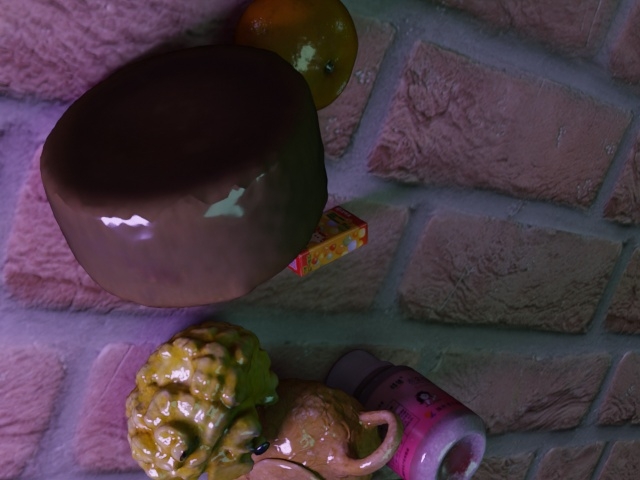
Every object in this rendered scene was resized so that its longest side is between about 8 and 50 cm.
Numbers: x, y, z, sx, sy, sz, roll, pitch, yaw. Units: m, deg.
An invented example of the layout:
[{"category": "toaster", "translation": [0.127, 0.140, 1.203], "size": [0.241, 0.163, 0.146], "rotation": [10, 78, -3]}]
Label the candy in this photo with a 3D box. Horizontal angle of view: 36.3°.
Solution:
[{"category": "candy", "translation": [0.000, 0.000, 1.329], "size": [0.122, 0.062, 0.038], "rotation": [-26, 130, -31]}]

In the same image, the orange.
[{"category": "orange", "translation": [-0.025, -0.219, 1.132], "size": [0.156, 0.124, 0.156], "rotation": [-19, 122, -33]}]

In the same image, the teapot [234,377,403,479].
[{"category": "teapot", "translation": [-0.018, 0.304, 1.350], "size": [0.203, 0.311, 0.167], "rotation": [52, 41, -27]}]

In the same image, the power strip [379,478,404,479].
[{"category": "power strip", "translation": [0.020, 0.494, 1.616], "size": [0.251, 0.092, 0.256], "rotation": [3, 113, -35]}]

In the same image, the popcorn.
[{"category": "popcorn", "translation": [-0.144, 0.207, 1.236], "size": [0.218, 0.169, 0.189], "rotation": [-53, 138, 0]}]

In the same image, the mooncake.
[{"category": "mooncake", "translation": [-0.134, -0.066, 1.009], "size": [0.284, 0.284, 0.155], "rotation": [-36, 139, -23]}]

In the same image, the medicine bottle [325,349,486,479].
[{"category": "medicine bottle", "translation": [0.121, 0.264, 1.459], "size": [0.147, 0.247, 0.147], "rotation": [-23, 129, -32]}]
